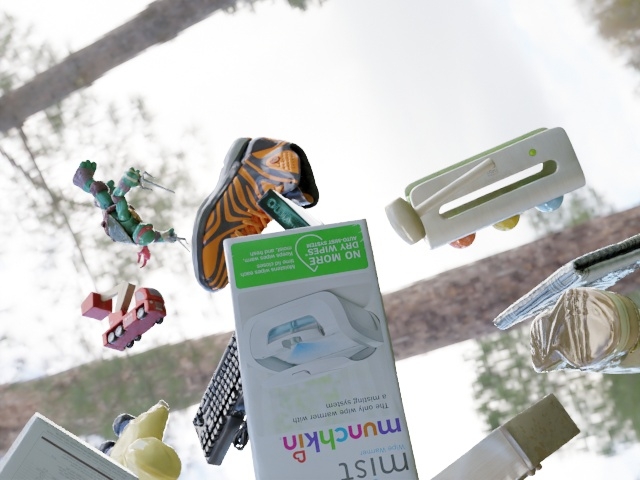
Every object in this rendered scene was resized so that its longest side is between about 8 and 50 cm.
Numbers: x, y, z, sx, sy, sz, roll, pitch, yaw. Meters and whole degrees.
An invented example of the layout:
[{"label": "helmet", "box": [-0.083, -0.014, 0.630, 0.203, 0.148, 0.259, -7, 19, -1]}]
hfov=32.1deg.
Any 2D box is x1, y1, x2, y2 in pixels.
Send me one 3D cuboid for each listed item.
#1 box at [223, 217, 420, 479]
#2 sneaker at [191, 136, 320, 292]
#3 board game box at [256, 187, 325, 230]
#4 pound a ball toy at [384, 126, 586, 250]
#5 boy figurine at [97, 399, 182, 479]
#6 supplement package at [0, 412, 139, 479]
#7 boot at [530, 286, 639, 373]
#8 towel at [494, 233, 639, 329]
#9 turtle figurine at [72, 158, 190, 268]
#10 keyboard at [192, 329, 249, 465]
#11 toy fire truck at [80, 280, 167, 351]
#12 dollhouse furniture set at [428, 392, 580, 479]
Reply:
[{"label": "box", "box": [0.006, 0.145, 0.951, 0.262, 0.127, 0.231, 85, 176, -65]}, {"label": "sneaker", "box": [-0.112, -0.052, 2.017, 0.124, 0.180, 0.321, 46, -125, -54]}, {"label": "board game box", "box": [0.000, 0.000, 1.328, 0.126, 0.026, 0.186, 43, -176, 13]}, {"label": "pound a ball toy", "box": [0.265, -0.065, 1.794, 0.208, 0.319, 0.135, -102, -12, -85]}, {"label": "boy figurine", "box": [-0.298, 0.348, 1.852, 0.092, 0.285, 0.177, 34, -105, -17]}, {"label": "supplement package", "box": [-0.331, 0.332, 1.246, 0.139, 0.134, 0.244, 34, -104, -8]}, {"label": "boot", "box": [0.384, 0.113, 1.337, 0.262, 0.204, 0.095, 117, 153, -73]}, {"label": "towel", "box": [0.533, 0.074, 2.167, 0.324, 0.312, 0.056, -19, -106, -28]}, {"label": "turtle figurine", "box": [-0.335, -0.051, 1.957, 0.118, 0.234, 0.175, -38, -39, -24]}, {"label": "keyboard", "box": [-0.102, 0.183, 1.276, 0.023, 0.180, 0.108, 0, -139, -34]}, {"label": "toy fire truck", "box": [-0.354, 0.123, 2.001, 0.047, 0.192, 0.135, 22, -139, -41]}, {"label": "dollhouse furniture set", "box": [0.318, 0.457, 1.534, 0.362, 0.256, 0.394, -16, -114, -52]}]
